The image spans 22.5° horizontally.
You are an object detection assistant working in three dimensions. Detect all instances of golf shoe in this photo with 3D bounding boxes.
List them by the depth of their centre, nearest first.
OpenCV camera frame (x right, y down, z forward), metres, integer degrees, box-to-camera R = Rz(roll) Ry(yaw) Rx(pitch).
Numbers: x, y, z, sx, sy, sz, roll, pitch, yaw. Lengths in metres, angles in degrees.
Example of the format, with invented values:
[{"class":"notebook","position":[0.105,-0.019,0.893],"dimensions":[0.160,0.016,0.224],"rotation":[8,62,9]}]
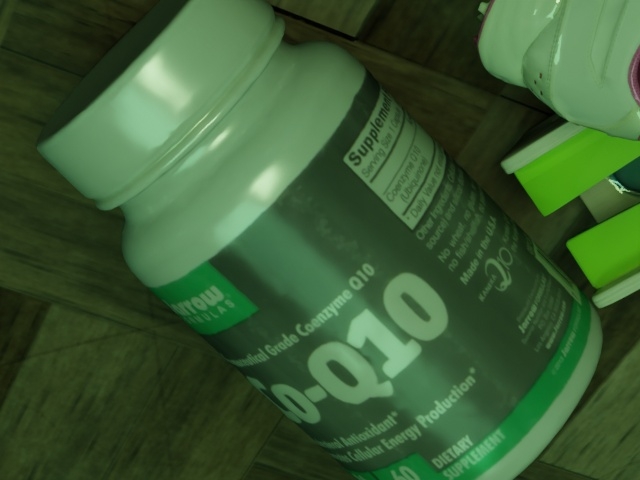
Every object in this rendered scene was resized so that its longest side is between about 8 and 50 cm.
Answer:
[{"class":"golf shoe","position":[0.215,-0.194,0.916],"dimensions":[0.115,0.140,0.306],"rotation":[-13,139,-52]}]

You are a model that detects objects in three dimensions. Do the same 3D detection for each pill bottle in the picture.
[{"class":"pill bottle","position":[0.000,0.000,1.071],"dimensions":[0.361,0.204,0.204],"rotation":[44,121,-15]}]

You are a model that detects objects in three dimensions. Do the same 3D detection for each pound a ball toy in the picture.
[{"class":"pound a ball toy","position":[0.268,-0.127,1.052],"dimensions":[0.319,0.136,0.208],"rotation":[-33,93,30]}]
